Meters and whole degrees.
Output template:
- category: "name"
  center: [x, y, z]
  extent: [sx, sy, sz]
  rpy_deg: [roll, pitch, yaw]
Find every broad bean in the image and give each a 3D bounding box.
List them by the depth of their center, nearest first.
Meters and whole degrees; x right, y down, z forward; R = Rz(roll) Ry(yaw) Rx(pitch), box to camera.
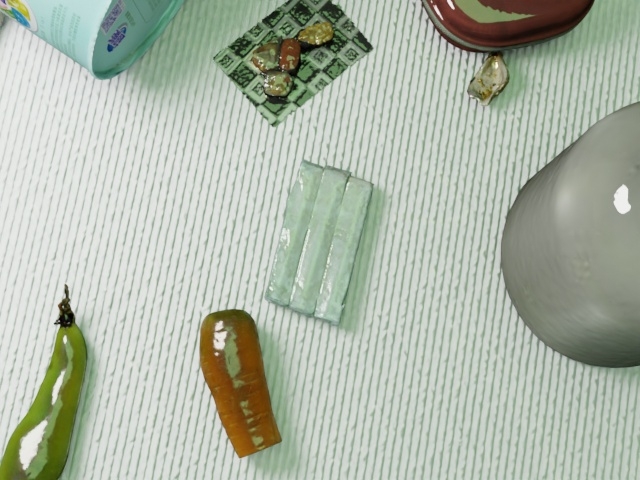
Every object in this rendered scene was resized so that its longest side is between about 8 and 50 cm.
- category: "broad bean"
  center: [-0.355, 0.224, 1.431]
  extent: [0.075, 0.067, 0.325]
  rpy_deg: [21, 74, -30]

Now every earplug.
- category: "earplug"
  center: [0.412, -0.016, 1.358]
  extent: [0.313, 0.394, 0.312]
  rpy_deg: [1, 78, -3]

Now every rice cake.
- category: "rice cake"
  center: [0.000, 0.000, 1.506]
  extent: [0.124, 0.038, 0.211]
  rpy_deg: [19, 77, 0]

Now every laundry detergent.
- category: "laundry detergent"
  center: [-0.337, -0.412, 1.441]
  extent: [0.305, 0.287, 0.287]
  rpy_deg: [34, 79, 3]

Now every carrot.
- category: "carrot"
  center: [-0.109, 0.187, 1.441]
  extent: [0.087, 0.087, 0.193]
  rpy_deg: [-11, 82, -6]

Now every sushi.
- category: "sushi"
  center: [-0.035, -0.275, 1.563]
  extent: [0.201, 0.031, 0.139]
  rpy_deg: [-40, 83, -10]

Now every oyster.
- category: "oyster"
  center: [0.245, -0.231, 1.571]
  extent: [0.051, 0.034, 0.093]
  rpy_deg: [31, 77, 24]

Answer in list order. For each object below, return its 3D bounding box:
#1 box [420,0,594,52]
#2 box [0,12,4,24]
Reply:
- category: "box"
  center: [0.238, -0.463, 1.578]
  extent: [0.263, 0.108, 0.403]
  rpy_deg: [-14, 79, -7]
- category: "box"
  center: [-0.617, -0.250, 1.512]
  extent: [0.273, 0.048, 0.264]
  rpy_deg: [21, 78, 0]
